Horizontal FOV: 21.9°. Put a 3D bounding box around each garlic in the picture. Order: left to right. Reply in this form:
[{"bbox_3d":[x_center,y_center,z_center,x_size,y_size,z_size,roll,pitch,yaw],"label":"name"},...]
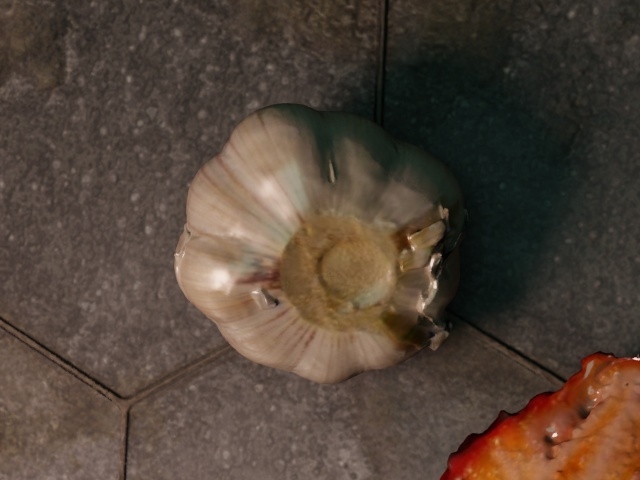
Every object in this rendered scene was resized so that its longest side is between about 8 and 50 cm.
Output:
[{"bbox_3d":[0.000,0.005,1.792,0.322,0.241,0.322,0,81,-3],"label":"garlic"}]

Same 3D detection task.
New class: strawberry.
[{"bbox_3d":[0.257,0.271,1.760,0.253,0.150,0.280,-5,45,27],"label":"strawberry"}]
